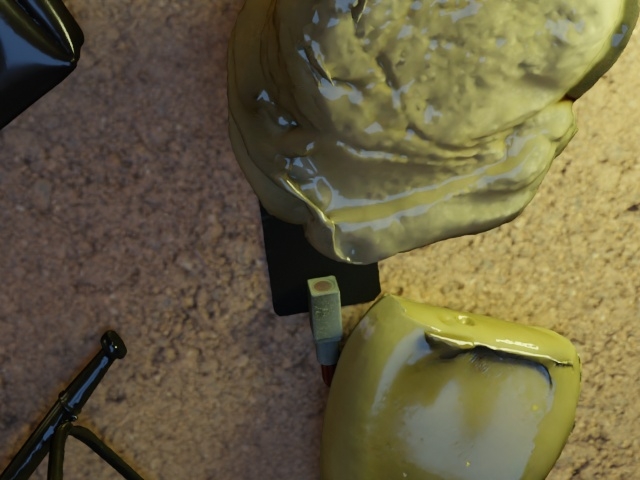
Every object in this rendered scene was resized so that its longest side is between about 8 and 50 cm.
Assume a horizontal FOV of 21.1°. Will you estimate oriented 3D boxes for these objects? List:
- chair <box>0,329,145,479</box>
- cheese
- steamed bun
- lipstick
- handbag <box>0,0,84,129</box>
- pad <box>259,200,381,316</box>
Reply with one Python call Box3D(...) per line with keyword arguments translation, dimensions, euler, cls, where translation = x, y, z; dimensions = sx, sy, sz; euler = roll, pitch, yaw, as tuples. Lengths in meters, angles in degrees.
Box3D(translation=(-0.237, 0.409, 1.682), dimensions=(0.410, 0.362, 0.364), euler=(-37, 117, 15), cls="chair")
Box3D(translation=(0.121, 0.215, 1.769), dimensions=(0.259, 0.128, 0.316), euler=(13, 107, -8), cls="cheese")
Box3D(translation=(0.088, -0.172, 1.505), dimensions=(0.324, 0.230, 0.372), euler=(13, 115, -17), cls="steamed bun")
Box3D(translation=(0.006, 0.098, 1.736), dimensions=(0.030, 0.030, 0.129), euler=(-8, 124, -7), cls="lipstick")
Box3D(translation=(-0.381, -0.183, 1.489), dimensions=(0.285, 0.113, 0.257), euler=(-32, 110, 7), cls="handbag")
Box3D(translation=(0.000, 0.000, 1.703), dimensions=(0.112, 0.003, 0.157), euler=(-9, 117, -5), cls="pad")
